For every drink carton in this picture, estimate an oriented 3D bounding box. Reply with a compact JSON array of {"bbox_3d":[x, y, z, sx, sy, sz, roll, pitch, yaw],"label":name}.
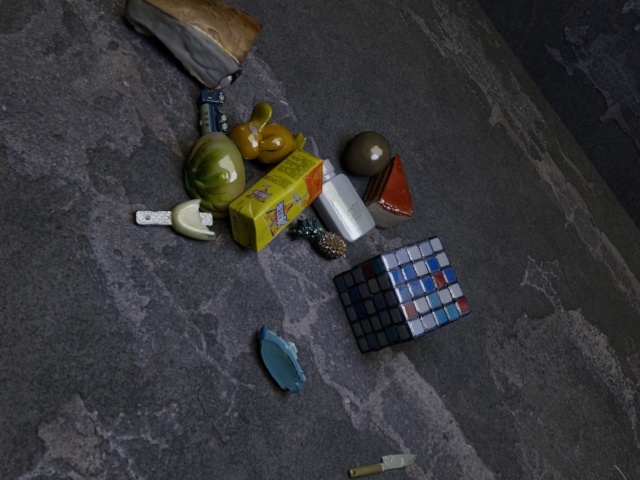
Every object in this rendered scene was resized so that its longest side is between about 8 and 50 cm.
[{"bbox_3d":[-0.134,-0.134,1.816,0.111,0.155,0.351,28,52,23],"label":"drink carton"}]

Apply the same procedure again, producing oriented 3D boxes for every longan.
[{"bbox_3d":[0.167,-0.327,2.154,0.185,0.204,0.159,-39,137,-7],"label":"longan"}]

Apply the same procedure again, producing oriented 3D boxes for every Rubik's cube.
[{"bbox_3d":[0.267,0.183,1.917,0.287,0.292,0.293,-15,77,-36],"label":"Rubik's cube"}]

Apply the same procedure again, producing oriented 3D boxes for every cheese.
[{"bbox_3d":[-0.420,-0.061,1.671,0.235,0.049,0.127,-1,79,-30],"label":"cheese"}]

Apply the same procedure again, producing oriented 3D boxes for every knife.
[{"bbox_3d":[0.207,0.713,1.833,0.297,0.017,0.047,6,61,-35],"label":"knife"}]

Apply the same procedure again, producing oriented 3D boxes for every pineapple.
[{"bbox_3d":[0.000,-0.001,1.936,0.221,0.103,0.083,34,44,-26],"label":"pineapple"}]

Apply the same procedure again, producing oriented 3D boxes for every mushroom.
[{"bbox_3d":[-0.403,-0.708,1.845,0.397,0.224,0.314,32,57,-20],"label":"mushroom"}]

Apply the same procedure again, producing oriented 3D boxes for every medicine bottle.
[{"bbox_3d":[0.059,-0.135,2.023,0.161,0.111,0.296,-35,95,-36],"label":"medicine bottle"}]

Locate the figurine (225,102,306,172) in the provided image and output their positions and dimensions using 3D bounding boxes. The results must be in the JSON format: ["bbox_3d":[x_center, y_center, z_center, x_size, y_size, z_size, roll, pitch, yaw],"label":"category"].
[{"bbox_3d":[-0.187,-0.326,1.880,0.228,0.215,0.215,37,49,-49],"label":"figurine"}]

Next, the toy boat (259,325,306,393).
[{"bbox_3d":[-0.116,0.349,1.716,0.215,0.088,0.102,56,15,-3],"label":"toy boat"}]

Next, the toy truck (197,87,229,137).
[{"bbox_3d":[-0.351,-0.391,1.854,0.088,0.074,0.202,1,71,-27],"label":"toy truck"}]

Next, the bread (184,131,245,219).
[{"bbox_3d":[-0.315,-0.209,1.742,0.158,0.156,0.261,-10,77,-40],"label":"bread"}]

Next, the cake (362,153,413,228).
[{"bbox_3d":[0.219,-0.188,2.134,0.159,0.158,0.262,4,67,-37],"label":"cake"}]
